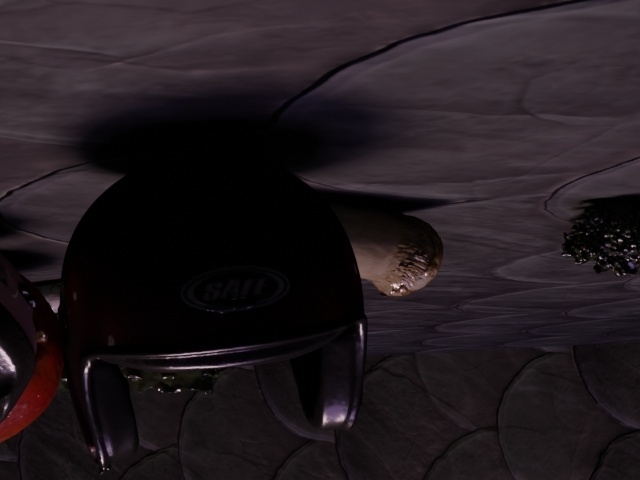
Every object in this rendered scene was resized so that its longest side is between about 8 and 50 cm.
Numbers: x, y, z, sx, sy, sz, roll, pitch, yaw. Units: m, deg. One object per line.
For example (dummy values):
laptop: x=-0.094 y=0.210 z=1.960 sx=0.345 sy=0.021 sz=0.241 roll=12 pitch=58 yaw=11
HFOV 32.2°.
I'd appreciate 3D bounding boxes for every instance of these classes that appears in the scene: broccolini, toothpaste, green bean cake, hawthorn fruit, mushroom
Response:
broccolini: x=0.261 y=0.009 z=1.009 sx=0.091 sy=0.068 sz=0.202 roll=-23 pitch=170 yaw=4
toothpaste: x=-0.369 y=0.070 z=1.305 sx=0.218 sy=0.033 sz=0.052 roll=-4 pitch=168 yaw=34
green bean cake: x=-0.252 y=0.145 z=1.482 sx=0.241 sy=0.132 sz=0.255 roll=-2 pitch=173 yaw=-3
hawthorn fruit: x=-0.332 y=0.108 z=1.063 sx=0.226 sy=0.196 sz=0.197 roll=-17 pitch=164 yaw=35
mushroom: x=0.000 y=0.000 z=0.877 sx=0.209 sy=0.071 sz=0.084 roll=8 pitch=-162 yaw=-36

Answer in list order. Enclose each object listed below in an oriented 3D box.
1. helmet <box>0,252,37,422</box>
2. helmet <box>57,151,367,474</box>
helmet: x=-0.349 y=0.067 z=0.917 sx=0.253 sy=0.154 sz=0.198 roll=2 pitch=138 yaw=26
helmet: x=-0.068 y=0.041 z=0.698 sx=0.189 sy=0.193 sz=0.216 roll=-6 pitch=176 yaw=-13
